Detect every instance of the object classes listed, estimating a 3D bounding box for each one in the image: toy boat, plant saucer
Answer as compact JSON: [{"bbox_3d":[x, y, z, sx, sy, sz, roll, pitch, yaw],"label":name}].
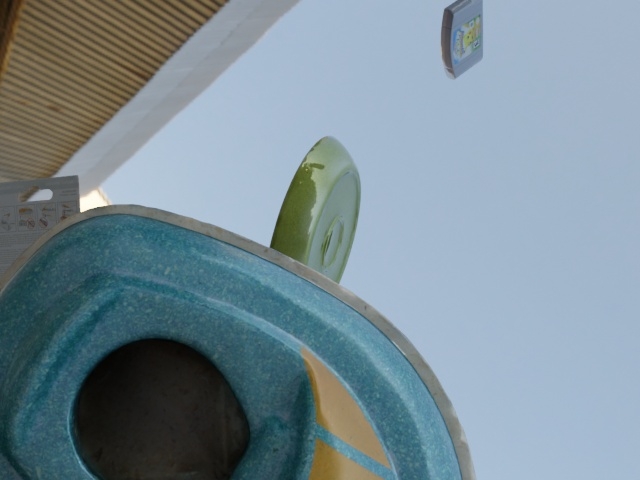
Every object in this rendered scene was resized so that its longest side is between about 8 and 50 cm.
[{"bbox_3d":[-0.072,0.154,0.349,0.268,0.148,0.318,28,-99,-2],"label":"toy boat"},{"bbox_3d":[0.000,0.000,0.916,0.037,0.241,0.240,17,-65,16],"label":"plant saucer"}]

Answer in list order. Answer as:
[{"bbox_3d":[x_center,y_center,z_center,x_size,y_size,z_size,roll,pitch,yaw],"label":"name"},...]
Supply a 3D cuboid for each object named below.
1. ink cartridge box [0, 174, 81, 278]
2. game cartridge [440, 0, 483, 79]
[{"bbox_3d":[-0.453,0.016,1.314,0.189,0.066,0.232,-3,-94,22],"label":"ink cartridge box"},{"bbox_3d":[0.149,-0.214,0.830,0.017,0.056,0.083,36,-28,38],"label":"game cartridge"}]
